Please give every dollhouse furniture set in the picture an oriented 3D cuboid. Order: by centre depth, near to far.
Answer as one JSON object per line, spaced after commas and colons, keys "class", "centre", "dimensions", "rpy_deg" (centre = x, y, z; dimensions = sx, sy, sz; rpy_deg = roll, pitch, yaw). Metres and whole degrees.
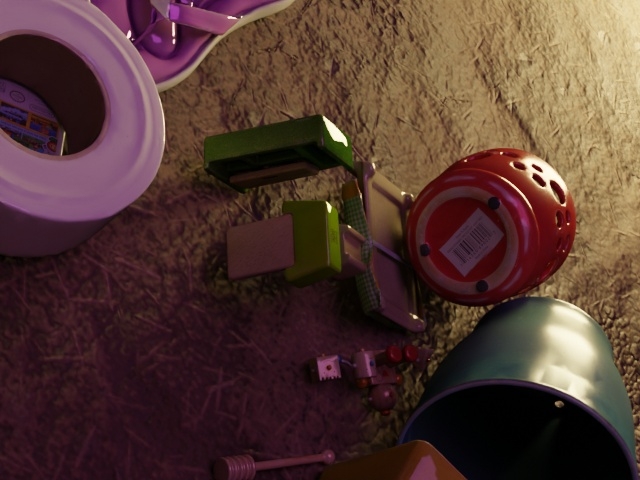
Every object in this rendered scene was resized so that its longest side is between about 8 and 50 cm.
{"class": "dollhouse furniture set", "centre": [0.000, 0.000, 1.615], "dimensions": [0.301, 0.151, 0.198], "rpy_deg": [33, 50, -60]}

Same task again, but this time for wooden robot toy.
{"class": "wooden robot toy", "centre": [0.071, 0.167, 1.582], "dimensions": [0.173, 0.076, 0.079], "rpy_deg": [0, 78, -38]}

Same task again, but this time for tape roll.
{"class": "tape roll", "centre": [-0.305, -0.130, 1.385], "dimensions": [0.286, 0.100, 0.286], "rpy_deg": [19, 56, -30]}

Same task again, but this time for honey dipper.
{"class": "honey dipper", "centre": [-0.046, 0.246, 1.472], "dimensions": [0.160, 0.030, 0.030], "rpy_deg": [2, 65, -42]}

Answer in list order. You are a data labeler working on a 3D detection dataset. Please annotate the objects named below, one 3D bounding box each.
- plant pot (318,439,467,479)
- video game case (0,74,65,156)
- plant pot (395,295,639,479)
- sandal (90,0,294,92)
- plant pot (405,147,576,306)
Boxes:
{"class": "plant pot", "centre": [0.078, 0.361, 1.396], "dimensions": [0.212, 0.212, 0.187], "rpy_deg": [45, 57, -10]}
{"class": "video game case", "centre": [-0.377, -0.138, 1.417], "dimensions": [0.227, 0.026, 0.206], "rpy_deg": [22, 54, -29]}
{"class": "plant pot", "centre": [0.244, 0.207, 1.581], "dimensions": [0.271, 0.271, 0.255], "rpy_deg": [45, 31, -10]}
{"class": "sandal", "centre": [-0.152, -0.314, 1.640], "dimensions": [0.169, 0.102, 0.416], "rpy_deg": [51, 46, -4]}
{"class": "plant pot", "centre": [0.206, -0.016, 1.674], "dimensions": [0.191, 0.191, 0.174], "rpy_deg": [62, 26, 6]}
